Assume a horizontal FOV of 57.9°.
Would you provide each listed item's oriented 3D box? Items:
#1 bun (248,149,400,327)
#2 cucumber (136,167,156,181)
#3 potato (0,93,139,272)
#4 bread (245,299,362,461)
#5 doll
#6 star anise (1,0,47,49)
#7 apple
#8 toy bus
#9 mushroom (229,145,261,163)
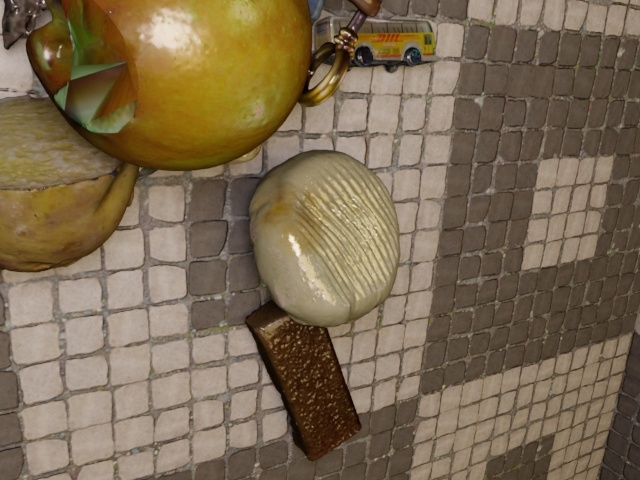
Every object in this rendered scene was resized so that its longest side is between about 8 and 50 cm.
[{"bbox_3d":[0.000,0.000,1.185,0.365,0.219,0.366,16,65,-39],"label":"bun"},{"bbox_3d":[-0.313,-0.151,1.046,0.111,0.064,0.064,-33,121,-17],"label":"cucumber"},{"bbox_3d":[-0.429,-0.064,0.922,0.288,0.301,0.237,12,126,-1],"label":"potato"},{"bbox_3d":[-0.034,0.312,1.350,0.165,0.113,0.417,-28,118,-21],"label":"bread"},{"bbox_3d":[-0.016,-0.436,1.020,0.339,0.318,0.209,-43,147,4],"label":"doll"},{"bbox_3d":[-0.421,-0.441,0.845,0.331,0.117,0.332,-10,109,-32],"label":"star anise"},{"bbox_3d":[-0.210,-0.272,0.777,0.374,0.384,0.374,-49,166,-16],"label":"apple"},{"bbox_3d":[0.116,-0.406,1.197,0.267,0.092,0.106,-9,102,-28],"label":"toy bus"},{"bbox_3d":[-0.167,-0.210,1.082,0.147,0.112,0.148,-9,116,-19],"label":"mushroom"}]
